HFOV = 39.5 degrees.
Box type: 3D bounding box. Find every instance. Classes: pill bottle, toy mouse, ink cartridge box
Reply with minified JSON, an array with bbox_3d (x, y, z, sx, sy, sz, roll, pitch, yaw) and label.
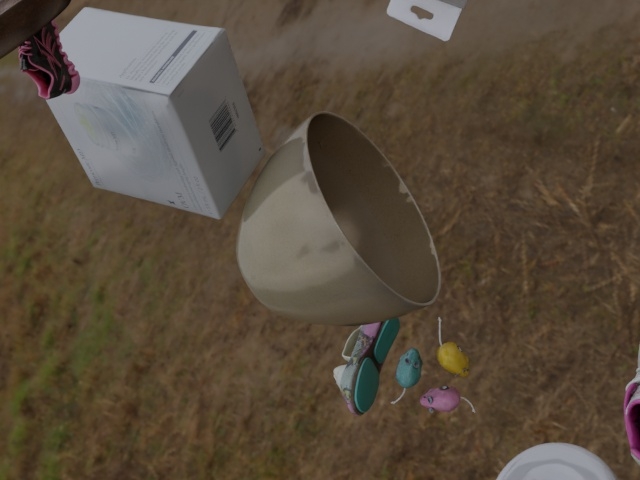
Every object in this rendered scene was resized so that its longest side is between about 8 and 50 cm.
[{"bbox_3d":[0.471,0.535,1.568,0.229,0.408,0.229,-21,46,23],"label":"pill bottle"},{"bbox_3d":[0.165,0.220,1.362,0.143,0.161,0.031,-32,12,15],"label":"toy mouse"},{"bbox_3d":[0.118,-0.313,0.934,0.104,0.060,0.180,36,112,38],"label":"ink cartridge box"}]

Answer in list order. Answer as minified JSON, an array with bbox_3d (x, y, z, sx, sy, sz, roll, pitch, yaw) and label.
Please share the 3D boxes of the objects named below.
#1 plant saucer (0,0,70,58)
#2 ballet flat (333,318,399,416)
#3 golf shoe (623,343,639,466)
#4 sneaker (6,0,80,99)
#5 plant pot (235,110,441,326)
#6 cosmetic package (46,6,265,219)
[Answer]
[{"bbox_3d":[-0.314,-0.209,0.876,0.198,0.036,0.199,-27,26,15],"label":"plant saucer"},{"bbox_3d":[0.068,0.203,1.489,0.079,0.077,0.222,-5,40,30],"label":"ballet flat"},{"bbox_3d":[0.497,0.215,1.279,0.115,0.140,0.306,-28,39,39],"label":"golf shoe"},{"bbox_3d":[-0.312,-0.209,0.977,0.047,0.119,0.057,-12,24,35],"label":"sneaker"},{"bbox_3d":[0.000,0.000,1.175,0.190,0.284,0.284,-31,37,24],"label":"plant pot"},{"bbox_3d":[-0.223,-0.168,1.182,0.224,0.224,0.138,15,56,25],"label":"cosmetic package"}]
